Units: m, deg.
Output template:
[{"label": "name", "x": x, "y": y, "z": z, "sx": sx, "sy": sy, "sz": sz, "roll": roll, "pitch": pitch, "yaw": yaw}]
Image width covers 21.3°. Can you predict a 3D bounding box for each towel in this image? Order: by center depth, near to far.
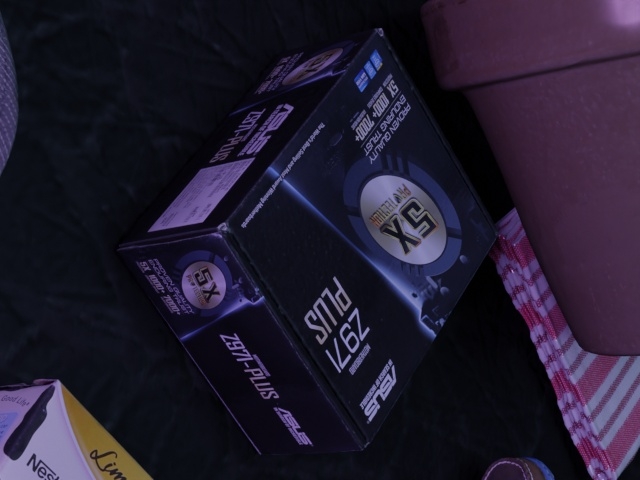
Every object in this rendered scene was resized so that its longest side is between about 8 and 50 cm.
[{"label": "towel", "x": 0.180, "y": 0.047, "z": 1.142, "sx": 0.144, "sy": 0.029, "sz": 0.197, "roll": -44, "pitch": 115, "yaw": -46}]

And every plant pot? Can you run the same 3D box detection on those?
[{"label": "plant pot", "x": 0.205, "y": -0.055, "z": 1.012, "sx": 0.263, "sy": 0.263, "sz": 0.229, "roll": -13, "pitch": 95, "yaw": -49}]

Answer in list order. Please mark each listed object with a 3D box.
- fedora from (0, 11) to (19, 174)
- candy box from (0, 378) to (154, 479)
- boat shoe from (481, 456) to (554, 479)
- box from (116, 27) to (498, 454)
[{"label": "fedora", "x": -0.252, "y": -0.089, "z": 0.601, "sx": 0.275, "sy": 0.124, "sz": 0.244, "roll": 54, "pitch": 43, "yaw": -16}, {"label": "candy box", "x": -0.139, "y": 0.198, "z": 0.719, "sx": 0.159, "sy": 0.071, "sz": 0.233, "roll": 51, "pitch": 49, "yaw": -29}, {"label": "boat shoe", "x": 0.093, "y": 0.204, "z": 0.982, "sx": 0.066, "sy": 0.066, "sz": 0.183, "roll": 35, "pitch": 58, "yaw": -37}, {"label": "box", "x": 0.000, "y": 0.000, "z": 0.907, "sx": 0.147, "sy": 0.077, "sz": 0.180, "roll": 58, "pitch": 46, "yaw": -24}]
